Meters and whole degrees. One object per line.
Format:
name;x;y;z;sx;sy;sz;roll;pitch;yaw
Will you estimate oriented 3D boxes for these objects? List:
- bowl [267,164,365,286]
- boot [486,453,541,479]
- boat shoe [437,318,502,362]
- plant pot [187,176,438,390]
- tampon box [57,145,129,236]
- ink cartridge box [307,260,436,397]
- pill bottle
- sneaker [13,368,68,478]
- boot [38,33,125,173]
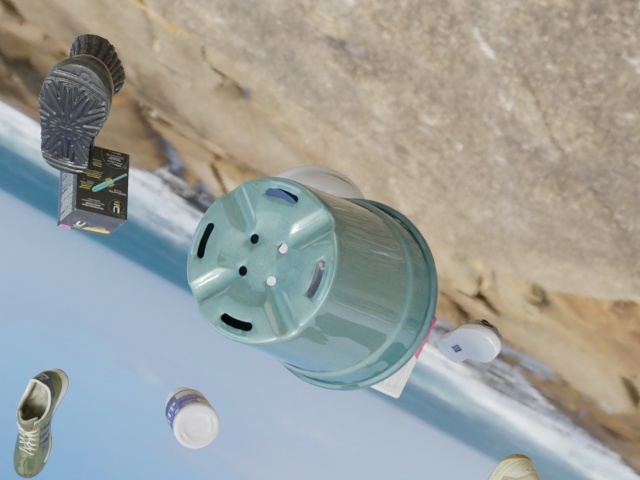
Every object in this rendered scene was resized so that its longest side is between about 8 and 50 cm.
bowl;0.000;0.000;2.046;0.298;0.298;0.134;32;175;-25
boot;0.339;0.540;1.799;0.095;0.262;0.203;19;-161;-27
boat shoe;0.294;0.182;1.903;0.080;0.076;0.228;51;162;3
plant pot;-0.022;0.059;1.628;0.341;0.341;0.334;25;179;26
tampon box;-0.485;-0.107;2.170;0.120;0.161;0.101;14;151;-33
ink cartridge box;0.072;0.164;1.872;0.237;0.172;0.100;28;177;-31
pill bottle;-0.318;0.423;2.469;0.112;0.112;0.186;31;178;-21
sneaker;-0.487;0.309;1.707;0.064;0.192;0.086;17;178;13
boot;-0.463;-0.321;2.024;0.131;0.260;0.348;23;147;-12
